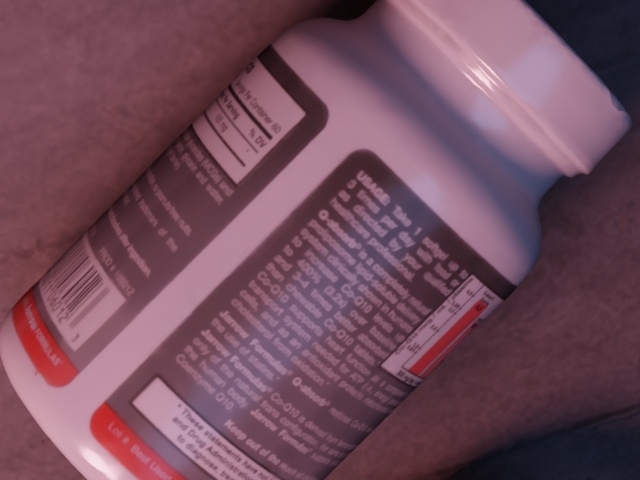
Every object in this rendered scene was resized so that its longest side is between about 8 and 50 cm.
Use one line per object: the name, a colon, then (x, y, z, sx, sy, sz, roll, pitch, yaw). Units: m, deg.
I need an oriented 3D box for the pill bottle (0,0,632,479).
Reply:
pill bottle: (0.000, 0.000, 1.058, 0.363, 0.210, 0.210, -45, 118, 5)
